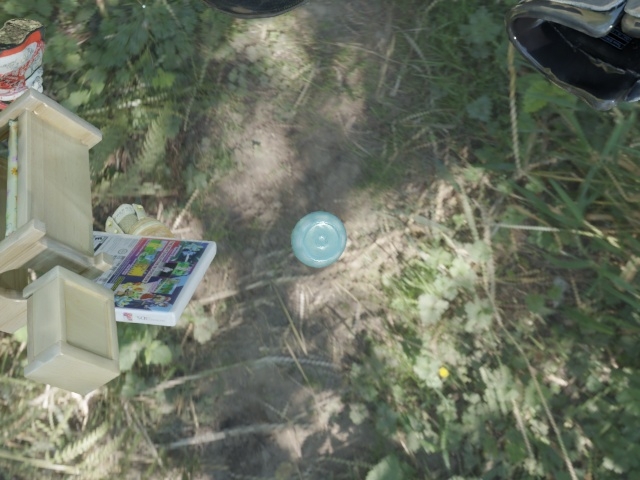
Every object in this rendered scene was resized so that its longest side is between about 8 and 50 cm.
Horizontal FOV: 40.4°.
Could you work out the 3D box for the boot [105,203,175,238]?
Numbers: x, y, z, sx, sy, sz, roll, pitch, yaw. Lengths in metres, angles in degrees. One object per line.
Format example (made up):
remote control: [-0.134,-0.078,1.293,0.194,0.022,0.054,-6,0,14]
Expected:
boot: [-0.319,0.001,1.543,0.095,0.203,0.262,-26,148,-14]

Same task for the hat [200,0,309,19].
hat: [-0.089,-0.488,1.307,0.331,0.331,0.134,-36,140,-1]

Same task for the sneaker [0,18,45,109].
sneaker: [-0.547,-0.284,1.499,0.090,0.270,0.145,11,115,0]

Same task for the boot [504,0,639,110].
boot: [0.192,-0.200,0.550,0.223,0.338,0.118,-44,122,-4]

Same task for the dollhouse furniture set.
dollhouse furniture set: [-0.210,-0.006,0.476,0.101,0.182,0.161,-31,141,23]

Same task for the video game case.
video game case: [-0.247,0.044,1.118,0.183,0.201,0.023,5,115,7]

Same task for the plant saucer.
plant saucer: [0.000,0.000,1.790,0.119,0.021,0.119,-3,101,-14]
